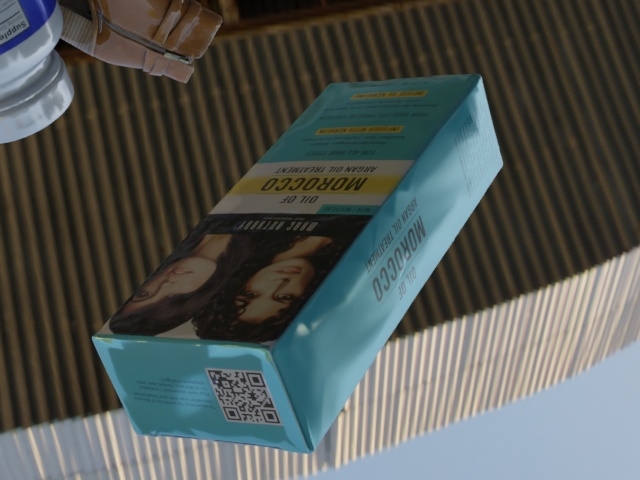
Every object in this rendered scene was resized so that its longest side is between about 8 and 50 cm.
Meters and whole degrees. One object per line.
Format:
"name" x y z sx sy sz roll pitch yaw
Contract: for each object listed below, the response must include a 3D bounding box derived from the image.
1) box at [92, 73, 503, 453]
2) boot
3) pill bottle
"box" 0.000 0.000 0.621 0.100 0.060 0.244 1 -146 31
"boot" -0.165 -0.240 1.193 0.152 0.197 0.073 21 -127 -15
"pill bottle" -0.325 -0.228 1.118 0.152 0.272 0.152 -12 -141 10
